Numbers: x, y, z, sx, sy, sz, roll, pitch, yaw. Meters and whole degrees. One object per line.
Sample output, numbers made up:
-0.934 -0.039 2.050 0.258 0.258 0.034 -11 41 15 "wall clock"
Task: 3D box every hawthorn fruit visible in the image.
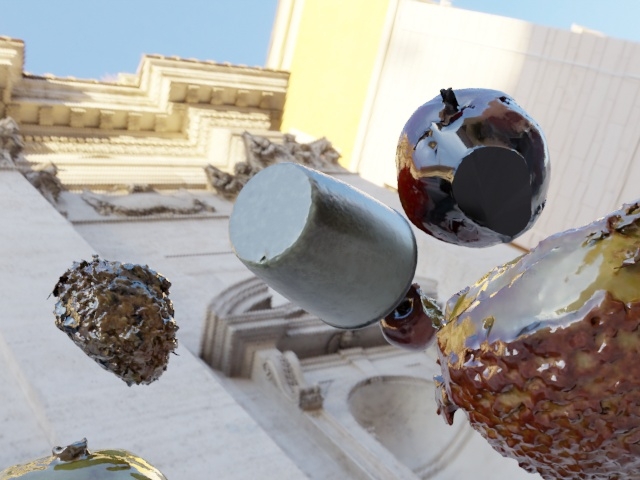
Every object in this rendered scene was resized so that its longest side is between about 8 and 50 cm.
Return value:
0.271 -0.121 1.312 0.316 0.316 0.316 -17 -60 -31 "hawthorn fruit"

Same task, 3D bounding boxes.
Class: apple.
0.209 0.181 1.682 0.147 0.156 0.158 -57 -39 -5 "apple"

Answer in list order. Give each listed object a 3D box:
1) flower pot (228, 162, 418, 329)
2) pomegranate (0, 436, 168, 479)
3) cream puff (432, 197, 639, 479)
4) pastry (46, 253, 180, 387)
0.000 0.000 1.498 0.330 0.293 0.293 33 -91 -49 "flower pot"
-0.343 0.435 1.004 0.332 0.332 0.332 -17 -60 -31 "pomegranate"
0.262 0.092 0.638 0.350 0.350 0.228 -17 -103 -31 "cream puff"
-0.357 0.136 1.340 0.193 0.275 0.275 -50 -48 -16 "pastry"
